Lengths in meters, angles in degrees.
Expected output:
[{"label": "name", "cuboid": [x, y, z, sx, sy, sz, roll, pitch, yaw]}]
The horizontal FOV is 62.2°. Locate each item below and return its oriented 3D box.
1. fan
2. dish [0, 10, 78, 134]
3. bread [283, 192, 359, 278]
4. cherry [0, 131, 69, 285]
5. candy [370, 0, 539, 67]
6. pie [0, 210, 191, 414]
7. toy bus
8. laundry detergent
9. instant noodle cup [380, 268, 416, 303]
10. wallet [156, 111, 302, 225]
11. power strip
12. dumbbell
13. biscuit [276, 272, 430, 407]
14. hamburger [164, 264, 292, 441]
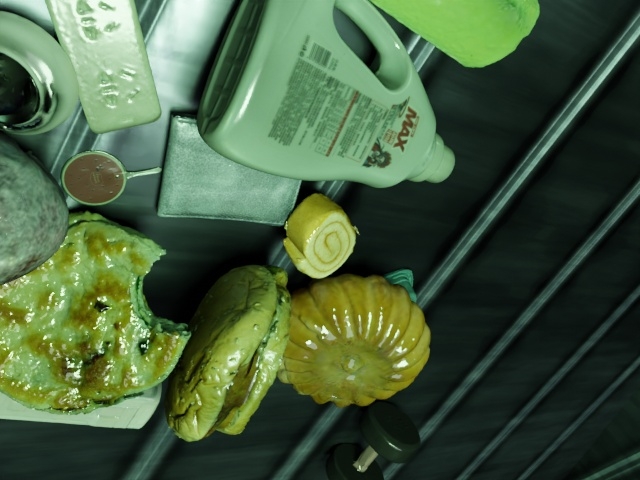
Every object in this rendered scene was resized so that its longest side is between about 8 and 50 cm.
[{"label": "fan", "cuboid": [-0.290, -0.089, 0.741, 0.133, 0.005, 0.085, -11, 127, -20]}, {"label": "dish", "cuboid": [-0.348, -0.165, 0.575, 0.141, 0.078, 0.141, 0, 129, 0]}, {"label": "bread", "cuboid": [0.000, 0.000, 0.889, 0.122, 0.073, 0.149, -45, 147, -4]}, {"label": "cherry", "cuboid": [-0.394, -0.034, 0.606, 0.195, 0.195, 0.195, -14, 129, -18]}, {"label": "candy", "cuboid": [0.146, -0.359, 0.699, 0.344, 0.131, 0.142, 21, 154, -35]}, {"label": "pie", "cuboid": [-0.339, 0.105, 0.739, 0.303, 0.067, 0.302, -1, 98, -6]}, {"label": "toy bus", "cuboid": [-0.392, 0.241, 0.863, 0.268, 0.106, 0.092, 21, 113, -37]}, {"label": "laundry detergent", "cuboid": [0.052, -0.187, 0.749, 0.398, 0.125, 0.263, 17, 100, -36]}, {"label": "instant noodle cup", "cuboid": [0.133, 0.156, 1.101, 0.157, 0.070, 0.179, -17, 128, -18]}, {"label": "wallet", "cuboid": [-0.125, -0.102, 0.800, 0.222, 0.036, 0.167, 2, 123, -27]}, {"label": "power strip", "cuboid": [-0.257, -0.265, 0.597, 0.093, 0.053, 0.288, -17, 130, -16]}, {"label": "dumbbell", "cuboid": [0.127, 0.524, 1.309, 0.153, 0.152, 0.218, 19, 113, -36]}, {"label": "biscuit", "cuboid": [0.054, 0.209, 1.015, 0.326, 0.107, 0.325, 0, 124, 0]}, {"label": "hamburger", "cuboid": [-0.151, 0.166, 0.834, 0.134, 0.285, 0.265, 19, 113, -18]}]
